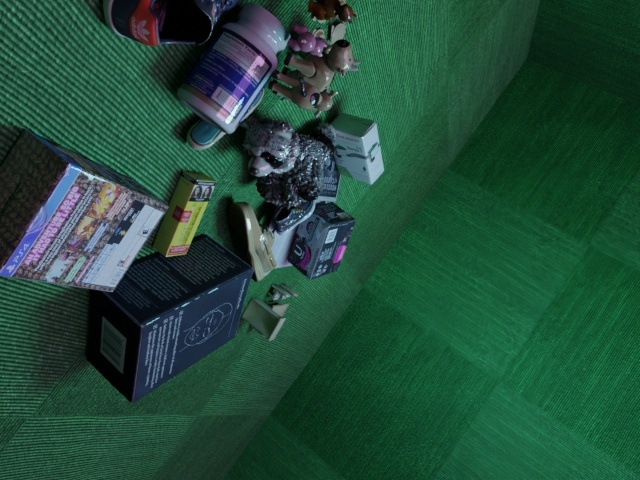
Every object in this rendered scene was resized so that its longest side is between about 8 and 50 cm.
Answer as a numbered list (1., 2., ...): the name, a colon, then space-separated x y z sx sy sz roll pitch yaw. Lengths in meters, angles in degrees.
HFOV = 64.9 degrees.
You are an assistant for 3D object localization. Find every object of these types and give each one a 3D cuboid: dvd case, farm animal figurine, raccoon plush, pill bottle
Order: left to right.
1. pill bottle: -0.192 -0.390 1.142 0.264 0.153 0.153 -55 158 -2
2. raccoon plush: -0.099 -0.318 1.513 0.299 0.216 0.446 77 19 -44
3. farm animal figurine: -0.006 -0.418 1.239 0.330 0.172 0.327 -68 -171 -18
4. dvd case: 0.032 -0.264 1.862 0.179 0.030 0.238 -5 106 -64

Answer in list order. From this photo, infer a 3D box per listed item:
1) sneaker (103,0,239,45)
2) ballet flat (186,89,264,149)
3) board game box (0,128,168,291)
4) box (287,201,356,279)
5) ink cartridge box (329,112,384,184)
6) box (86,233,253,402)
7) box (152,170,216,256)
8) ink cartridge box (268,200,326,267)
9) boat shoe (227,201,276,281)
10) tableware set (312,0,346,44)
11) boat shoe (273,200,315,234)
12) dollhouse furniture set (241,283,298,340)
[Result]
1. sneaker: -0.230 -0.456 0.975 0.350 0.148 0.131 -42 154 -32
2. ballet flat: -0.242 -0.313 1.270 0.248 0.086 0.086 -46 156 -21
3. board game box: -0.495 -0.043 1.009 0.232 0.141 0.291 -56 158 0
4. box: 0.000 0.000 1.910 0.163 0.142 0.247 -16 134 -45
5. ink cartridge box: 0.127 -0.327 1.796 0.092 0.160 0.219 -49 143 -25
6. box: -0.419 0.201 1.419 0.395 0.212 0.293 -27 144 -50
7. box: -0.366 -0.070 1.353 0.232 0.058 0.087 -62 158 15
8. ink cartridge box: -0.131 -0.044 1.876 0.330 0.071 0.324 -4 125 -59
9. boat shoe: -0.213 -0.008 1.636 0.110 0.121 0.341 -32 145 -22
10. tableware set: 0.027 -0.628 1.450 0.169 0.020 0.141 -33 147 -42
11. boat shoe: -0.086 -0.100 1.724 0.183 0.065 0.083 -46 155 -22
12. dollhouse furniture set: -0.192 0.318 2.126 0.212 0.161 0.242 -61 158 11
